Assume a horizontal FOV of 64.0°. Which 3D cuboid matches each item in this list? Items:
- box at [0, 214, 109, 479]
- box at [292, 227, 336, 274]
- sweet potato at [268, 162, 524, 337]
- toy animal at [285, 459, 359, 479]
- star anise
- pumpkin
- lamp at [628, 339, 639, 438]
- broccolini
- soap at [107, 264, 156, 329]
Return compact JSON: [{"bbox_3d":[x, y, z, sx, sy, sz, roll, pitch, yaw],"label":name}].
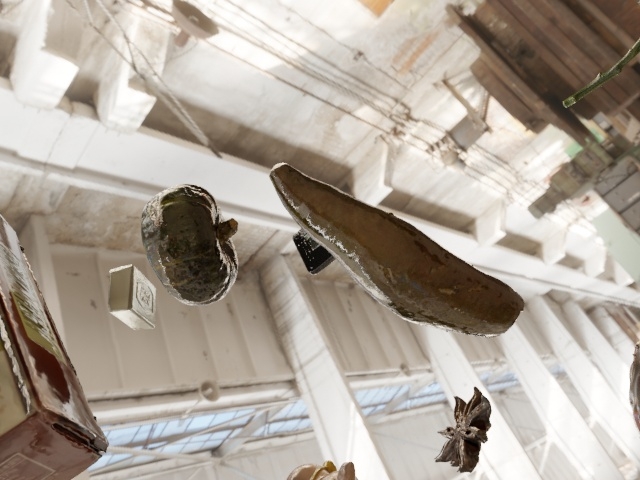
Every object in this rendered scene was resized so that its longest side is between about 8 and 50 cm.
[{"bbox_3d":[-0.454,0.162,0.477,0.344,0.385,0.122,46,161,33],"label":"box"},{"bbox_3d":[0.000,0.000,1.164,0.027,0.126,0.125,25,-149,-49],"label":"box"},{"bbox_3d":[0.055,0.017,0.433,0.243,0.077,0.077,28,-151,-5],"label":"sweet potato"},{"bbox_3d":[0.005,0.604,1.209,0.149,0.248,0.165,27,-119,-27],"label":"toy animal"},{"bbox_3d":[0.223,0.287,0.772,0.042,0.141,0.141,24,-151,-4],"label":"star anise"},{"bbox_3d":[-0.260,0.000,1.090,0.260,0.189,0.260,-23,-90,-89],"label":"pumpkin"},{"bbox_3d":[0.437,0.170,0.581,0.140,0.182,0.182,10,-157,13],"label":"lamp"},{"bbox_3d":[0.419,-0.263,0.711,0.052,0.194,0.054,40,-151,18],"label":"broccolini"},{"bbox_3d":[-0.479,0.149,1.309,0.183,0.063,0.122,85,178,-66],"label":"soap"}]
